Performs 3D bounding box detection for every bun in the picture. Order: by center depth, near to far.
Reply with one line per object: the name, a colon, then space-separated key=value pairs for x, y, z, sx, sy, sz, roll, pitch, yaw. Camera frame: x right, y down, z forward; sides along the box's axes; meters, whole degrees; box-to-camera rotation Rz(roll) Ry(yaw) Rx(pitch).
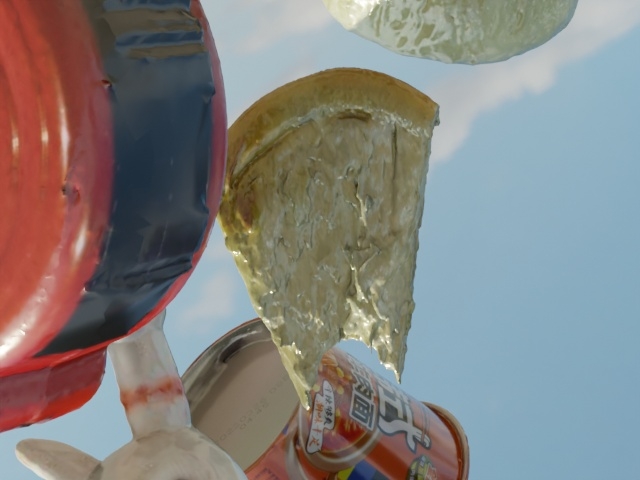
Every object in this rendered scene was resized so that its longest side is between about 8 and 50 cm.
bun: x=0.118 y=-0.261 z=1.562 sx=0.244 sy=0.244 sz=0.153 roll=-38 pitch=153 yaw=-23

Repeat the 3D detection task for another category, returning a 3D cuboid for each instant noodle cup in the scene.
instant noodle cup: x=-0.020 y=0.199 z=1.609 sx=0.250 sy=0.192 sz=0.250 roll=-32 pitch=-146 yaw=25

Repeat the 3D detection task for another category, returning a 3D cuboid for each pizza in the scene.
pizza: x=0.000 y=0.000 z=1.366 sx=0.181 sy=0.262 sz=0.034 roll=0 pitch=-177 yaw=4

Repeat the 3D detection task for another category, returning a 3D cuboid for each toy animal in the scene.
toy animal: x=-0.074 y=0.176 z=0.992 sx=0.140 sy=0.282 sz=0.138 roll=-32 pitch=-168 yaw=6

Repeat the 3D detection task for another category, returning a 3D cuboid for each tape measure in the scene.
tape measure: x=-0.165 y=-0.054 z=0.825 sx=0.114 sy=0.253 sz=0.260 roll=-14 pitch=148 yaw=-50
